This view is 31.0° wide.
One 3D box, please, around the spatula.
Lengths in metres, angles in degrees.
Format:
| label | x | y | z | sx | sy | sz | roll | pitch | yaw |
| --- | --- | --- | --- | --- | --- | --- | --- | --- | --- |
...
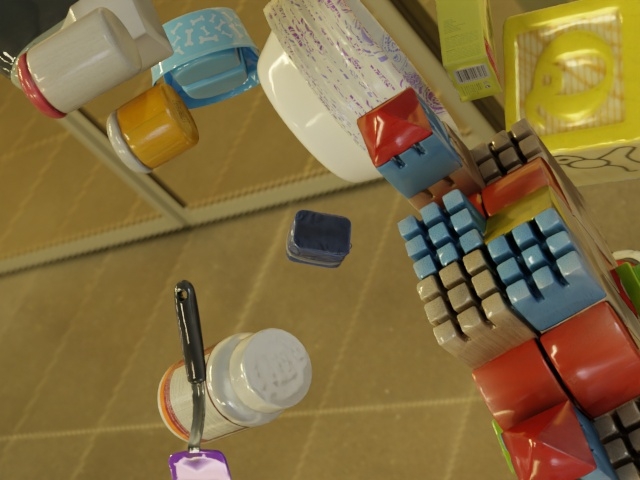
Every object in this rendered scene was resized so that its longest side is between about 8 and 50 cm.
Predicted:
| label | x | y | z | sx | sy | sz | roll | pitch | yaw |
| --- | --- | --- | --- | --- | --- | --- | --- | --- | --- |
| spatula | -0.151 | 0.195 | 1.394 | 0.084 | 0.030 | 0.296 | -8 | 84 | 24 |

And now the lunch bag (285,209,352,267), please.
| label | x | y | z | sx | sy | sz | roll | pitch | yaw |
| --- | --- | --- | --- | --- | --- | --- | --- | --- | --- |
| lunch bag | 0.000 | 0.000 | 1.693 | 0.065 | 0.099 | 0.067 | 124 | 156 | -65 |

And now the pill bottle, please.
| label | x | y | z | sx | sy | sz | roll | pitch | yaw |
| --- | --- | --- | --- | --- | --- | --- | --- | --- | --- |
| pill bottle | -0.112 | 0.187 | 1.491 | 0.221 | 0.121 | 0.121 | -29 | 32 | 51 |

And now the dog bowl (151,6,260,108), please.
| label | x | y | z | sx | sy | sz | roll | pitch | yaw |
| --- | --- | --- | --- | --- | --- | --- | --- | --- | --- |
| dog bowl | -0.174 | -0.276 | 1.755 | 0.166 | 0.074 | 0.297 | -20 | -6 | 2 |

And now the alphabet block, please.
| label | x | y | z | sx | sy | sz | roll | pitch | yaw |
| --- | --- | --- | --- | --- | --- | --- | --- | --- | --- |
| alphabet block | 0.360 | -0.186 | 1.468 | 0.192 | 0.197 | 0.193 | -9 | 78 | 34 |

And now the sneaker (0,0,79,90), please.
| label | x | y | z | sx | sy | sz | roll | pitch | yaw |
| --- | --- | --- | --- | --- | --- | --- | --- | --- | --- |
| sneaker | -0.268 | -0.251 | 1.173 | 0.222 | 0.118 | 0.083 | -46 | -9 | -41 |

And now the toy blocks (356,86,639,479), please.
| label | x | y | z | sx | sy | sz | roll | pitch | yaw |
| --- | --- | --- | --- | --- | --- | --- | --- | --- | --- |
| toy blocks | 0.154 | 0.048 | 0.798 | 0.191 | 0.261 | 0.381 | -30 | 53 | 16 |

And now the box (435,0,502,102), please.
| label | x | y | z | sx | sy | sz | roll | pitch | yaw |
| --- | --- | --- | --- | --- | --- | --- | --- | --- | --- |
| box | 0.183 | -0.296 | 1.470 | 0.058 | 0.087 | 0.232 | -12 | 58 | 18 |

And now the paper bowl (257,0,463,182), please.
| label | x | y | z | sx | sy | sz | roll | pitch | yaw |
| --- | --- | --- | --- | --- | --- | --- | --- | --- | --- |
| paper bowl | 0.034 | -0.186 | 1.409 | 0.148 | 0.284 | 0.284 | -39 | 32 | 14 |

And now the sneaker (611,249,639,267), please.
| label | x | y | z | sx | sy | sz | roll | pitch | yaw |
| --- | --- | --- | --- | --- | --- | --- | --- | --- | --- |
| sneaker | 0.303 | 0.067 | 1.334 | 0.118 | 0.107 | 0.279 | -19 | 15 | -16 |

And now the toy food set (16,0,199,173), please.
| label | x | y | z | sx | sy | sz | roll | pitch | yaw |
| --- | --- | --- | --- | --- | --- | --- | --- | --- | --- |
| toy food set | -0.165 | -0.132 | 0.649 | 0.105 | 0.111 | 0.232 | -28 | 74 | 11 |
